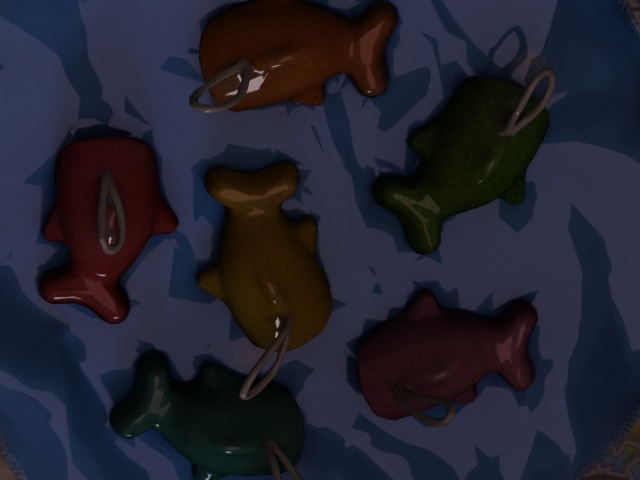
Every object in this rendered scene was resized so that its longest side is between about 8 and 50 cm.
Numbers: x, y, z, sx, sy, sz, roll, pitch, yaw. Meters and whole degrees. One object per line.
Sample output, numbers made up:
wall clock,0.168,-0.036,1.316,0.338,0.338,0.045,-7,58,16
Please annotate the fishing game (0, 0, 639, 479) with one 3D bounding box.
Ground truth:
fishing game,0.000,0.000,0.403,0.264,0.041,0.189,-7,107,-5

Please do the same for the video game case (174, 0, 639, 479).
video game case,0.108,0.018,0.479,0.206,0.026,0.227,-47,119,6
